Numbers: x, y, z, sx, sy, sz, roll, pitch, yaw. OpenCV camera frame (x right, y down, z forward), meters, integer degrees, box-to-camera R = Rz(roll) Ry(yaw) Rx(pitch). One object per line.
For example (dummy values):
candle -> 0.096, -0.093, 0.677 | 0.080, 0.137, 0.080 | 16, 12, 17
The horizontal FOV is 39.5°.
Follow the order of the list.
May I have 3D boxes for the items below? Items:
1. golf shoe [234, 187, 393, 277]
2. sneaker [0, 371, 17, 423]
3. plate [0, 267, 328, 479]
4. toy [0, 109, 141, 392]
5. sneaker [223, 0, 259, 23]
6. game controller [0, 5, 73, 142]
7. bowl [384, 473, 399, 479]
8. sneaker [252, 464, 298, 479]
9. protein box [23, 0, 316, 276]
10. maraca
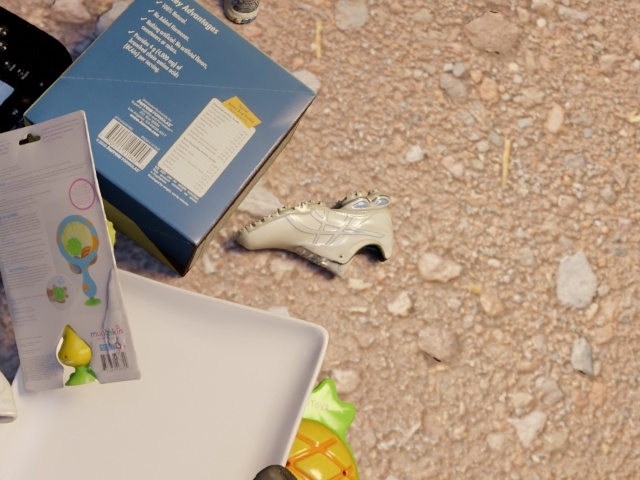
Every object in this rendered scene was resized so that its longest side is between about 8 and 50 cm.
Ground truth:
golf shoe -> 0.000, 0.000, 0.948 | 0.176, 0.069, 0.085 | -11, 84, -17
sneaker -> -0.368, 0.179, 0.772 | 0.212, 0.080, 0.094 | -32, 56, -22
plate -> -0.159, 0.177, 0.825 | 0.277, 0.045, 0.277 | 15, 70, 11
toy -> -0.229, 0.013, 0.812 | 0.137, 0.056, 0.237 | -10, 89, 26
sneaker -> -0.090, -0.320, 1.015 | 0.052, 0.058, 0.135 | -10, 77, -18
game controller -> -0.384, -0.099, 0.852 | 0.167, 0.067, 0.319 | 27, 68, 21
bowl -> 0.046, 0.296, 0.829 | 0.053, 0.142, 0.142 | 32, 68, 17
sneaker -> -0.045, 0.333, 0.700 | 0.163, 0.106, 0.281 | -22, 80, 2
protein box -> -0.150, -0.112, 0.897 | 0.200, 0.136, 0.201 | 37, 69, -3
maraca -> -0.019, 0.221, 0.860 | 0.127, 0.099, 0.185 | 14, 67, -22
